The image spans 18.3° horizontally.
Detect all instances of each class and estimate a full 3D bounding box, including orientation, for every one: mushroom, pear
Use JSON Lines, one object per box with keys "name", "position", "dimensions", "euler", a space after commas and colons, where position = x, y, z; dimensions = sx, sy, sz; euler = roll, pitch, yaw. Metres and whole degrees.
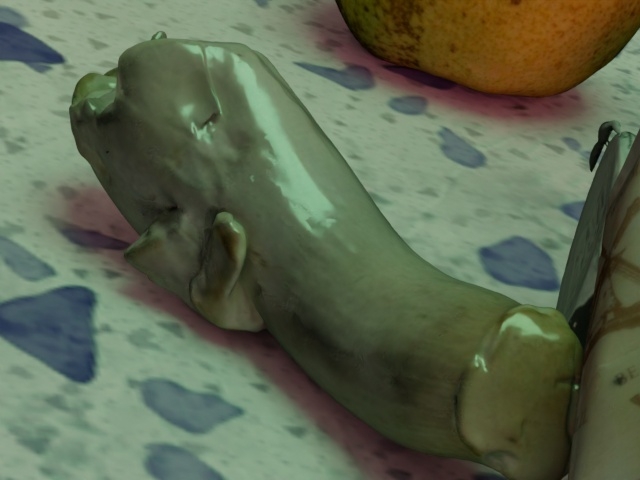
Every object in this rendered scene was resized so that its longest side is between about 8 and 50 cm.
{"name": "mushroom", "position": [-0.001, 0.001, 0.755], "dimensions": [0.099, 0.096, 0.278], "euler": [-8, 40, -41]}
{"name": "pear", "position": [0.100, -0.183, 1.111], "dimensions": [0.197, 0.197, 0.197], "euler": [15, 24, -7]}

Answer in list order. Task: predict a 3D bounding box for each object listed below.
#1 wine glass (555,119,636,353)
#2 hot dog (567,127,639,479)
{"name": "wine glass", "position": [0.200, 0.027, 0.814], "dimensions": [0.204, 0.111, 0.111], "euler": [18, 24, -1]}
{"name": "hot dog", "position": [0.135, 0.057, 0.661], "dimensions": [0.131, 0.069, 0.252], "euler": [45, 39, -25]}
